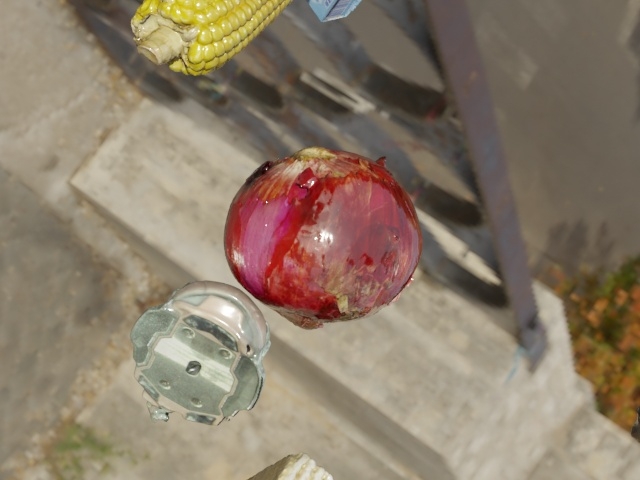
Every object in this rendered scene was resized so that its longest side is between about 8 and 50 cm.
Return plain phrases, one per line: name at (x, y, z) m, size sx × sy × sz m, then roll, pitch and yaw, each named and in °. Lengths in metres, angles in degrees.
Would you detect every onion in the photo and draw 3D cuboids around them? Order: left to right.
onion at (0.000, 0.000, 1.800) m, size 0.276 × 0.276 × 0.276 m, roll -43°, pitch 153°, yaw -28°

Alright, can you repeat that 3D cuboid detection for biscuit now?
biscuit at (-0.116, 0.415, 1.911) m, size 0.144 × 0.078 × 0.426 m, roll -54°, pitch -174°, yaw -31°

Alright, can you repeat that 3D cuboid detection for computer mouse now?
computer mouse at (-0.166, 0.164, 1.901) m, size 0.115 × 0.199 × 0.389 m, roll -55°, pitch 179°, yaw -38°

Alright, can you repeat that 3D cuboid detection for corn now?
corn at (-0.087, -0.286, 1.464) m, size 0.322 × 0.119 × 0.119 m, roll -51°, pitch 157°, yaw -35°

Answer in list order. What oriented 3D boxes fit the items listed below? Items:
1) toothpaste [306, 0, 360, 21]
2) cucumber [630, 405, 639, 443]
toothpaste at (0.062, -0.387, 1.694) m, size 0.053 × 0.066 × 0.272 m, roll -21°, pitch 161°, yaw -39°
cucumber at (0.590, 0.217, 1.887) m, size 0.359 × 0.096 × 0.096 m, roll -23°, pitch 174°, yaw 31°
